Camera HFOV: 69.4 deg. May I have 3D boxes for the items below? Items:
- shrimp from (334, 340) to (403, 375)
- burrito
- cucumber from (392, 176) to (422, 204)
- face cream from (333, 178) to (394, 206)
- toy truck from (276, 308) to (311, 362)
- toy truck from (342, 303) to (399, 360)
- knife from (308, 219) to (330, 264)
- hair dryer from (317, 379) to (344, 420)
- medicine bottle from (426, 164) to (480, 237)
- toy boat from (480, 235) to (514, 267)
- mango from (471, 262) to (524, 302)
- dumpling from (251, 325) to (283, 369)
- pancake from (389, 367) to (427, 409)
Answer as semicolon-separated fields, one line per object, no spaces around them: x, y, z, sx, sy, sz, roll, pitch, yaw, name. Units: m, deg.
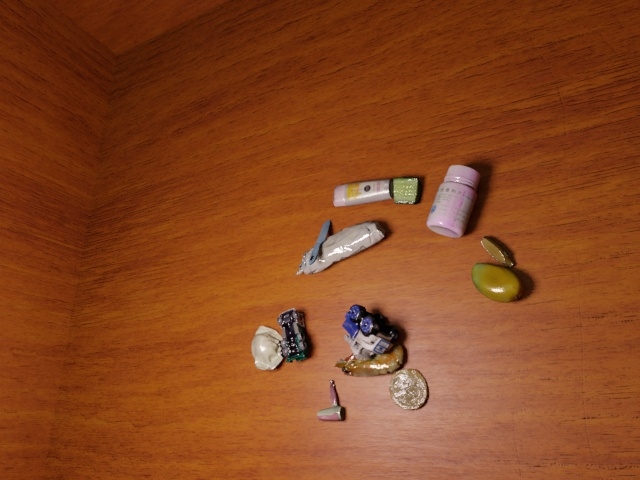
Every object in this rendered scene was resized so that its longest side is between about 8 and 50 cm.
0.185;0.457;1.799;0.294;0.062;0.154;-17;52;20;shrimp
0.069;0.035;1.984;0.445;0.101;0.139;-27;39;19;burrito
0.361;-0.203;1.941;0.115;0.062;0.117;3;80;31;cucumber
0.186;-0.209;2.032;0.269;0.073;0.108;-5;62;28;face cream
-0.105;0.405;1.942;0.110;0.116;0.216;-25;54;17;toy truck
0.171;0.359;1.761;0.177;0.161;0.213;-56;34;5;toy truck
0.000;0.000;1.992;0.044;0.019;0.313;-12;34;24;knife
0.044;0.629;1.822;0.106;0.054;0.154;-13;56;29;hair dryer
0.517;-0.151;1.784;0.151;0.152;0.255;15;80;32;medicine bottle
0.652;0.039;1.702;0.149;0.048;0.047;54;131;30;toy boat
0.626;0.146;1.650;0.130;0.091;0.194;-50;52;5;mango
-0.222;0.462;1.994;0.154;0.111;0.181;4;79;-3;dumpling
0.325;0.547;1.705;0.151;0.025;0.152;-11;67;26;pancake
